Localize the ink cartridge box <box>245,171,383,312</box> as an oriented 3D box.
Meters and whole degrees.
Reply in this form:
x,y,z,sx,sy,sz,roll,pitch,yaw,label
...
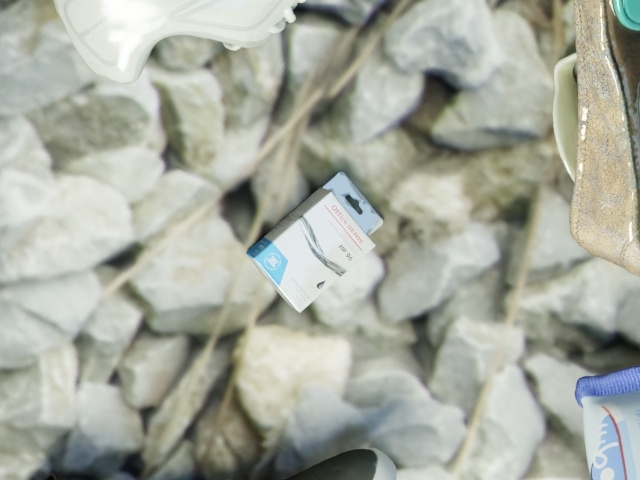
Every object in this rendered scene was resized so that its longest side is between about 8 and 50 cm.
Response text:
x,y,z,sx,sy,sz,roll,pitch,yaw,label
0.000,0.000,1.220,0.083,0.028,0.048,-42,105,-6,ink cartridge box

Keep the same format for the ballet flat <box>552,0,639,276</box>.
x,y,z,sx,sy,sz,roll,pitch,yaw,label
0.189,-0.132,1.209,0.107,0.106,0.316,-8,103,-37,ballet flat

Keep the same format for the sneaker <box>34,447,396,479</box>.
x,y,z,sx,sy,sz,roll,pitch,yaw,label
-0.099,0.189,1.180,0.296,0.104,0.147,-35,109,-3,sneaker

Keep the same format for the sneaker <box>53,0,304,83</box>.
x,y,z,sx,sy,sz,roll,pitch,yaw,label
-0.028,-0.188,1.158,0.292,0.110,0.118,-20,109,-2,sneaker

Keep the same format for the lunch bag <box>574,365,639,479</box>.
x,y,z,sx,sy,sz,roll,pitch,yaw,label
0.379,0.219,1.126,0.385,0.328,0.239,-16,145,11,lunch bag
